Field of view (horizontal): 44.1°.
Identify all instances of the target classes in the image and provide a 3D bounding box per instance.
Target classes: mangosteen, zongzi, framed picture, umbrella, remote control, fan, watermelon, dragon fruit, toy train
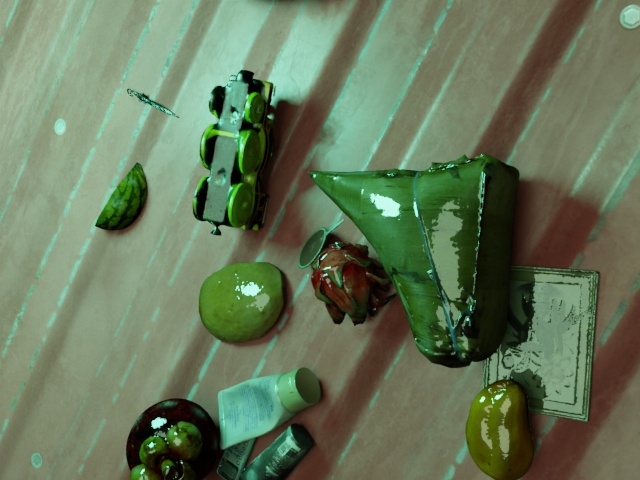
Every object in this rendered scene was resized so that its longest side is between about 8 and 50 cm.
[{"bbox_3d":[-0.277,0.390,1.461,0.199,0.199,0.200,-1,87,28],"label":"mangosteen"},{"bbox_3d":[0.124,0.029,1.265,0.360,0.160,0.323,4,81,26],"label":"zongzi"},{"bbox_3d":[0.341,0.157,1.237,0.172,0.010,0.232,2,89,29],"label":"framed picture"},{"bbox_3d":[-0.349,-0.285,1.628,0.148,0.022,0.022,26,142,27],"label":"umbrella"},{"bbox_3d":[-0.156,0.398,1.493,0.053,0.018,0.125,28,101,28],"label":"remote control"},{"bbox_3d":[0.000,0.000,1.395,0.133,0.005,0.085,-42,26,36],"label":"fan"},{"bbox_3d":[-0.407,-0.071,1.638,0.069,0.087,0.163,33,109,-13],"label":"watermelon"},{"bbox_3d":[0.047,0.070,1.348,0.121,0.130,0.142,-35,72,-15],"label":"dragon fruit"},{"bbox_3d":[-0.148,-0.156,1.436,0.100,0.160,0.297,14,97,19],"label":"toy train"}]

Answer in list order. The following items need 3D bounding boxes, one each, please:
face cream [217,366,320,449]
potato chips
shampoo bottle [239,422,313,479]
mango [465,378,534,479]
[{"bbox_3d":[-0.106,0.299,1.447,0.224,0.070,0.114,-29,52,31],"label":"face cream"},{"bbox_3d":[-0.158,0.116,1.491,0.201,0.049,0.150,-9,78,34],"label":"potato chips"},{"bbox_3d":[-0.099,0.420,1.435,0.208,0.063,0.057,-49,56,18],"label":"shampoo bottle"},{"bbox_3d":[0.279,0.290,1.222,0.105,0.084,0.160,3,90,28],"label":"mango"}]
